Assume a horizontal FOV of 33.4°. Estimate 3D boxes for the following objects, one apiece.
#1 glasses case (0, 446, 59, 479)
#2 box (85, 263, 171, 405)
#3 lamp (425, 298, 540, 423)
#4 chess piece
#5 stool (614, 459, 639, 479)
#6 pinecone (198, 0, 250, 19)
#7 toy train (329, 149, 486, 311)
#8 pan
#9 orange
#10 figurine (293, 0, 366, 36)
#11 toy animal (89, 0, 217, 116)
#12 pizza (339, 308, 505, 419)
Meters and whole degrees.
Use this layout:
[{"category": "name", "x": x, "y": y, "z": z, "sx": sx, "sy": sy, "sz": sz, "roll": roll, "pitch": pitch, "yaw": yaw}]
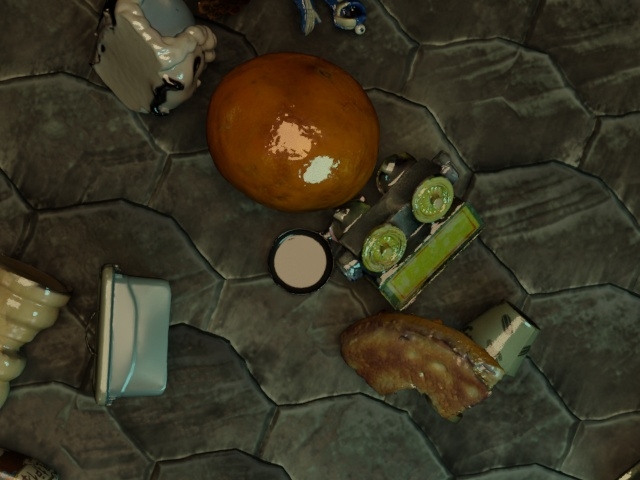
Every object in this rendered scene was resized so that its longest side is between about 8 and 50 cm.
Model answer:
[{"category": "glasses case", "x": -0.584, "y": 0.365, "z": 1.723, "sx": 0.321, "sy": 0.122, "sz": 0.082, "roll": 14, "pitch": 88, "yaw": -3}, {"category": "box", "x": -0.316, "y": 0.153, "z": 1.732, "sx": 0.130, "sy": 0.162, "sz": 0.227, "roll": 4, "pitch": 88, "yaw": -14}, {"category": "lamp", "x": 0.268, "y": 0.202, "z": 1.789, "sx": 0.121, "sy": 0.121, "sz": 0.215, "roll": 38, "pitch": 100, "yaw": -2}, {"category": "chess piece", "x": -0.522, "y": 0.166, "z": 1.733, "sx": 0.142, "sy": 0.143, "sz": 0.261, "roll": 26, "pitch": 91, "yaw": -3}, {"category": "stool", "x": 0.632, "y": 0.428, "z": 1.740, "sx": 0.269, "sy": 0.243, "sz": 0.170, "roll": -38, "pitch": 92, "yaw": -4}, {"category": "pinecone", "x": -0.168, "y": -0.486, "z": 1.747, "sx": 0.168, "sy": 0.185, "sz": 0.212, "roll": 16, "pitch": 48, "yaw": -35}, {"category": "toy train", "x": 0.138, "y": -0.023, "z": 1.756, "sx": 0.261, "sy": 0.134, "sz": 0.177, "roll": -45, "pitch": 131, "yaw": -3}, {"category": "pan", "x": 0.000, "y": -0.001, "z": 1.810, "sx": 0.115, "sy": 0.040, "sz": 0.212, "roll": 43, "pitch": 94, "yaw": -1}, {"category": "orange", "x": -0.041, "y": -0.174, "z": 1.696, "sx": 0.284, "sy": 0.284, "sz": 0.226, "roll": 23, "pitch": 122, "yaw": -3}, {"category": "figurine", "x": 0.004, "y": -0.468, "z": 1.794, "sx": 0.164, "sy": 0.121, "sz": 0.262, "roll": -19, "pitch": 103, "yaw": -16}, {"category": "toy animal", "x": -0.266, "y": -0.321, "z": 1.736, "sx": 0.204, "sy": 0.208, "sz": 0.156, "roll": 45, "pitch": 61, "yaw": -1}, {"category": "pizza", "x": 0.162, "y": 0.192, "z": 1.739, "sx": 0.305, "sy": 0.085, "sz": 0.161, "roll": 11, "pitch": 120, "yaw": 33}]
